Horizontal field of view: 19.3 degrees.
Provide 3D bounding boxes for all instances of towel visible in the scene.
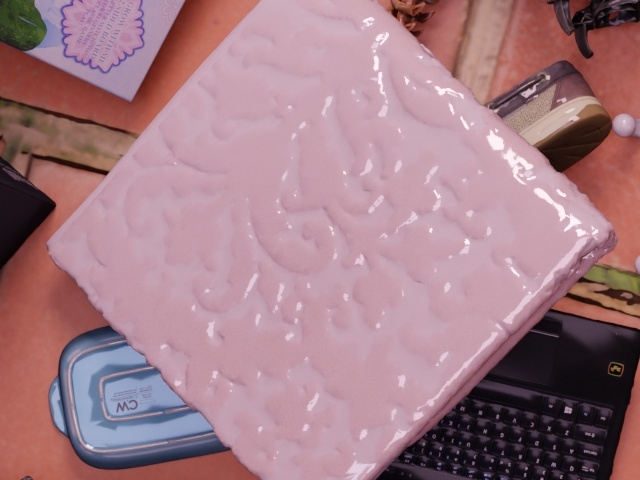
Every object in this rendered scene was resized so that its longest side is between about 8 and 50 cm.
[{"bbox_3d":[0.000,0.000,1.389,0.317,0.053,0.332,-47,67,7],"label":"towel"}]

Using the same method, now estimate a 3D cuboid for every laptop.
[{"bbox_3d":[0.097,0.179,1.387,0.234,0.136,0.264,13,102,5],"label":"laptop"}]

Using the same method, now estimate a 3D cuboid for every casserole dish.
[{"bbox_3d":[-0.123,0.116,1.464,0.188,0.037,0.114,-10,86,6],"label":"casserole dish"}]

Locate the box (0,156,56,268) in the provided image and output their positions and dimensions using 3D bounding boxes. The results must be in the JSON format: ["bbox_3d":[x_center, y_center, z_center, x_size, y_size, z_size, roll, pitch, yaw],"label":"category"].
[{"bbox_3d":[-0.392,-0.076,1.344,0.312,0.343,0.179,41,90,7],"label":"box"}]

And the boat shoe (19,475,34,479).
[{"bbox_3d":[-0.235,0.231,1.434,0.301,0.108,0.102,-1,87,3],"label":"boat shoe"}]

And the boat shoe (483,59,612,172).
[{"bbox_3d":[0.113,-0.060,1.435,0.224,0.080,0.073,-30,59,15],"label":"boat shoe"}]

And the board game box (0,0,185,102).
[{"bbox_3d":[-0.205,-0.307,1.374,0.318,0.066,0.318,24,100,-30],"label":"board game box"}]

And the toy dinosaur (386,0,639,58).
[{"bbox_3d":[0.166,-0.261,1.423,0.218,0.164,0.322,44,121,20],"label":"toy dinosaur"}]

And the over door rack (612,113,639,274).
[{"bbox_3d":[0.343,-0.003,1.307,0.108,0.324,0.239,-6,86,-40],"label":"over door rack"}]
